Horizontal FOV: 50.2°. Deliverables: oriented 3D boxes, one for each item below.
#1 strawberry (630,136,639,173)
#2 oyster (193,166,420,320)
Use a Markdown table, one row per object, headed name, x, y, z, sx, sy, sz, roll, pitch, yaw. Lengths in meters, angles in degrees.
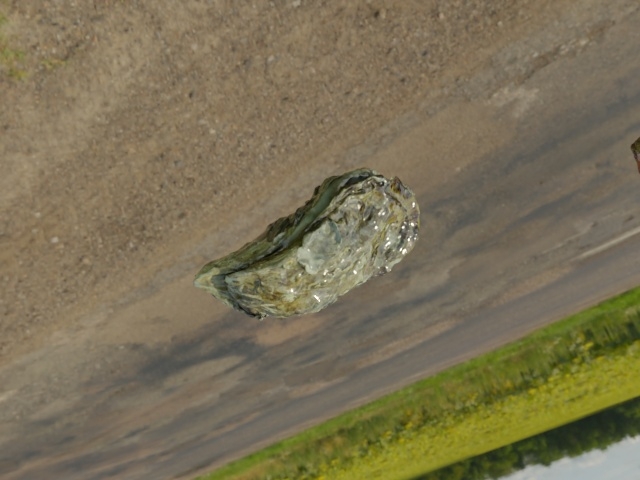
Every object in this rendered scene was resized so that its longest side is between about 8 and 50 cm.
| name | x | y | z | sx | sy | sz | roll | pitch | yaw |
| --- | --- | --- | --- | --- | --- | --- | --- | --- | --- |
| strawberry | 0.730 | -0.108 | 1.262 | 0.149 | 0.336 | 0.265 | -28 | 158 | 4 |
| oyster | -0.003 | 0.005 | 0.922 | 0.351 | 0.162 | 0.158 | -22 | -172 | -28 |
